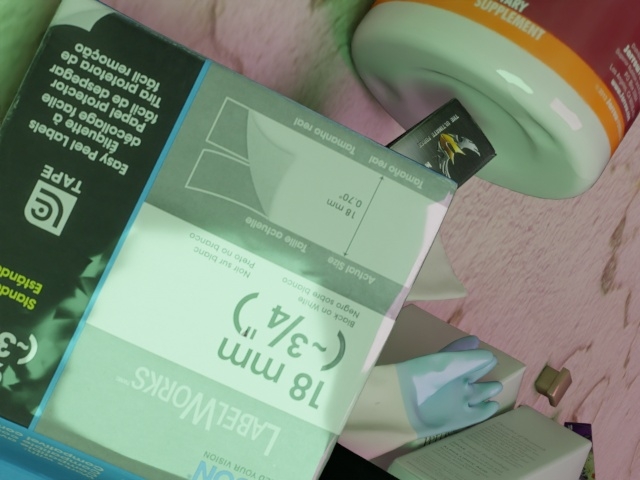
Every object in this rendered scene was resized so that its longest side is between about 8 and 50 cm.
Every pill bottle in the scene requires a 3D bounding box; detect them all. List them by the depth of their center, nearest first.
[{"bbox_3d":[0.216,-0.250,0.995,0.392,0.224,0.224,-57,151,-12],"label":"pill bottle"}]

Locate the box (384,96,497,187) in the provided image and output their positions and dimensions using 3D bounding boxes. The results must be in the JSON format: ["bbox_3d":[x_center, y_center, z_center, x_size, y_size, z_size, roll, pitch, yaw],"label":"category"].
[{"bbox_3d":[0.000,0.000,0.913,0.231,0.056,0.183,-38,-177,-39],"label":"box"}]

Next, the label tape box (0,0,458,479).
[{"bbox_3d":[-0.104,0.063,0.706,0.334,0.240,0.106,-64,-169,0],"label":"label tape box"}]

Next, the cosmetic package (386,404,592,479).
[{"bbox_3d":[0.142,0.234,1.103,0.231,0.085,0.117,-9,121,-53],"label":"cosmetic package"}]

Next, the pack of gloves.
[{"bbox_3d":[0.074,0.072,1.059,0.232,0.195,0.046,-8,163,-46],"label":"pack of gloves"}]

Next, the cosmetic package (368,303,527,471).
[{"bbox_3d":[0.055,0.270,1.231,0.197,0.155,0.366,-21,131,-46],"label":"cosmetic package"}]

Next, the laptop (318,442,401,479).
[{"bbox_3d":[-0.065,0.279,0.957,0.136,0.234,0.264,-22,131,-50],"label":"laptop"}]

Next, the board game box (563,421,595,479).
[{"bbox_3d":[0.369,0.457,1.789,0.347,0.056,0.208,-78,166,-54],"label":"board game box"}]

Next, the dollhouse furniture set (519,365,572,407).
[{"bbox_3d":[0.331,0.412,1.781,0.356,0.173,0.303,-55,151,-15],"label":"dollhouse furniture set"}]
